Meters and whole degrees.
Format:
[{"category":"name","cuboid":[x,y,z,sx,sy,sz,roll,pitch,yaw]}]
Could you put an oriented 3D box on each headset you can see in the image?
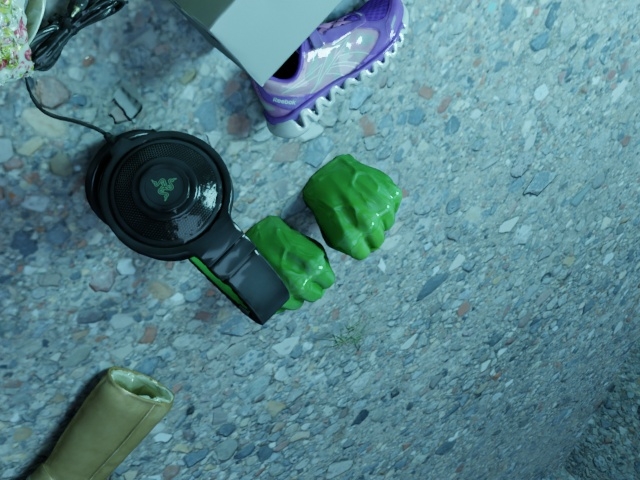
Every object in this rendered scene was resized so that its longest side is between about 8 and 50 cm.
[{"category":"headset","cuboid":[-0.164,-0.075,0.713,0.185,0.243,0.394,-47,115,-12]}]

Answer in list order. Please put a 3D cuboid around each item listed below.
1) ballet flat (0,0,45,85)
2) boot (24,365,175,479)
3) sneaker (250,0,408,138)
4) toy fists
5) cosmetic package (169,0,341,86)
[{"category":"ballet flat","cuboid":[-0.277,-0.252,0.561,0.077,0.091,0.241,-7,121,-49]},{"category":"boot","cuboid":[-0.326,0.347,1.035,0.269,0.089,0.236,-50,139,5]},{"category":"sneaker","cuboid":[0.006,-0.239,0.804,0.236,0.095,0.104,-42,132,0]},{"category":"toy fists","cuboid":[0.000,0.000,0.957,0.279,0.142,0.096,-40,139,-3]},{"category":"cosmetic package","cuboid":[-0.038,-0.299,0.687,0.238,0.127,0.107,-47,139,6]}]
